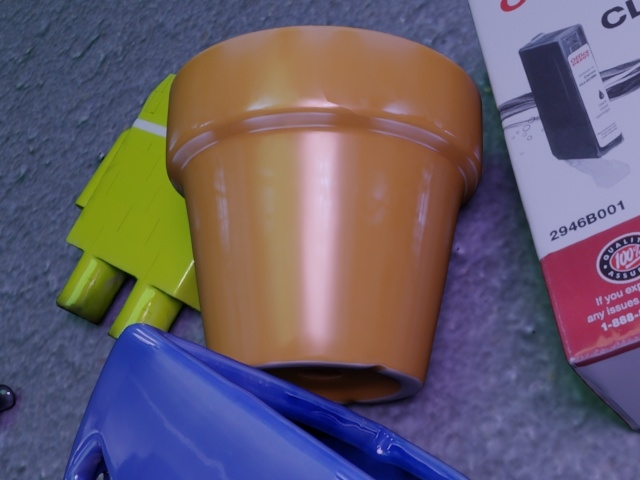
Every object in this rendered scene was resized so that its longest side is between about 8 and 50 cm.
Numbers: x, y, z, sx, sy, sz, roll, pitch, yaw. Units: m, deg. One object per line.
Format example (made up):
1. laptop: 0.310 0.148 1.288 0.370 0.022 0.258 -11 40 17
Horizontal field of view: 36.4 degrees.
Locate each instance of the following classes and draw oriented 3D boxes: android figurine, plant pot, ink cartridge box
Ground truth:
1. android figurine: -0.113 -0.042 0.818 0.248 0.056 0.273 18 75 43
2. plant pot: -0.001 0.202 0.460 0.236 0.236 0.212 25 86 43
3. ink cartridge box: 0.213 -0.063 0.540 0.197 0.114 0.273 -25 49 23
4. plant pot: 0.000 0.000 0.613 0.205 0.205 0.188 -11 67 32

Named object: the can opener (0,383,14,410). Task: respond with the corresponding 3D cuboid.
1. can opener: -0.349 0.163 0.879 0.186 0.073 0.059 -22 13 21
